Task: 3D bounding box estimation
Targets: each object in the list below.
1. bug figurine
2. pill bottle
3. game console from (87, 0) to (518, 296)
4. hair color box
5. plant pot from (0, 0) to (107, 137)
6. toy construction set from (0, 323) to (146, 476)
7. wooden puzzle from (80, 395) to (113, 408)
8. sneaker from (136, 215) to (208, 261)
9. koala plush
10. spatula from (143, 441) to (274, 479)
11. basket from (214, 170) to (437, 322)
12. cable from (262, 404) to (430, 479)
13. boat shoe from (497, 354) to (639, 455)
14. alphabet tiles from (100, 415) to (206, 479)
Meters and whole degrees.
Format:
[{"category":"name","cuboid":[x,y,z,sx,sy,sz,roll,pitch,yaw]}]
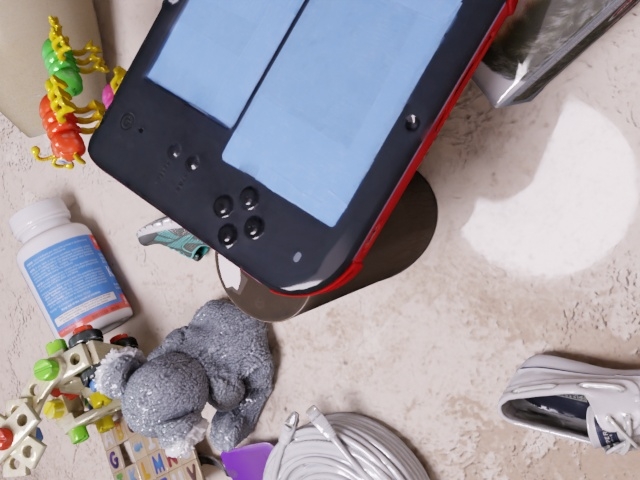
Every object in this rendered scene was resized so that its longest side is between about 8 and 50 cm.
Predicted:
[{"category":"bug figurine","cuboid":[-0.263,-0.143,0.952,0.072,0.279,0.216,-30,64,15]},{"category":"pill bottle","cuboid":[-0.398,0.049,1.209,0.124,0.124,0.221,-32,85,34]},{"category":"game console","cuboid":[-0.031,-0.174,0.745,0.342,0.060,0.386,33,95,22]},{"category":"hair color box","cuboid":[0.145,-0.337,0.771,0.185,0.113,0.374,-43,79,33]},{"category":"plant pot","cuboid":[-0.416,-0.296,1.084,0.256,0.256,0.274,-9,115,34]},{"category":"toy construction set","cuboid":[-0.371,0.228,1.141,0.215,0.327,0.151,-29,85,7]},{"category":"wooden puzzle","cuboid":[-0.387,0.270,1.324,0.078,0.014,0.116,6,105,31]},{"category":"sneaker","cuboid":[-0.197,-0.003,1.107,0.166,0.065,0.076,-13,99,36]},{"category":"koala plush","cuboid":[-0.186,0.193,1.052,0.196,0.221,0.203,43,120,17]},{"category":"spatula","cuboid":[-0.176,0.348,1.197,0.296,0.030,0.084,-9,114,38]},{"category":"basket","cuboid":[0.000,0.000,0.881,0.204,0.227,0.154,-27,88,34]},{"category":"cable","cuboid":[0.035,0.362,1.036,0.257,0.089,0.257,38,120,18]},{"category":"boat shoe","cuboid":[0.303,0.182,0.787,0.258,0.084,0.095,-5,115,48]},{"category":"alphabet tiles","cuboid":[-0.271,0.366,1.243,0.237,0.009,0.198,-35,70,38]}]
